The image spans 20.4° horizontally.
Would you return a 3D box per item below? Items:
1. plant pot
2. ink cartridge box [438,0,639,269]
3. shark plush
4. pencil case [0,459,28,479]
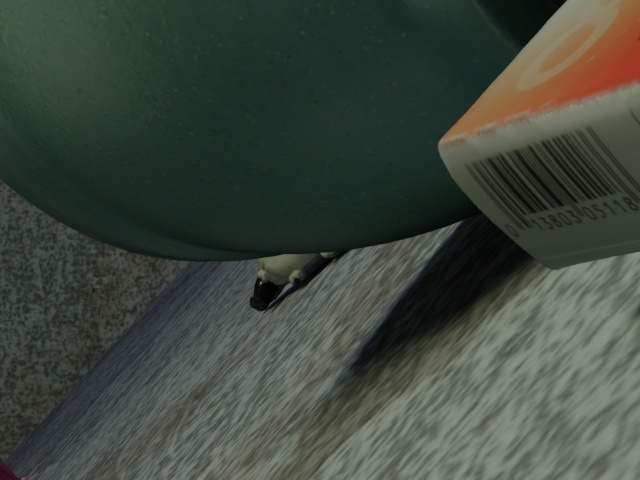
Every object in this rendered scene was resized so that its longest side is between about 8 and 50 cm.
[{"bbox_3d":[0.026,-0.132,0.565,0.196,0.293,0.293,5,47,50],"label":"plant pot"},{"bbox_3d":[0.119,-0.076,0.354,0.179,0.045,0.145,-51,14,-21],"label":"ink cartridge box"},{"bbox_3d":[0.000,0.000,1.030,0.067,0.073,0.161,-25,-31,-39],"label":"shark plush"},{"bbox_3d":[-0.212,0.195,0.868,0.209,0.095,0.098,-44,-11,7],"label":"pencil case"}]
